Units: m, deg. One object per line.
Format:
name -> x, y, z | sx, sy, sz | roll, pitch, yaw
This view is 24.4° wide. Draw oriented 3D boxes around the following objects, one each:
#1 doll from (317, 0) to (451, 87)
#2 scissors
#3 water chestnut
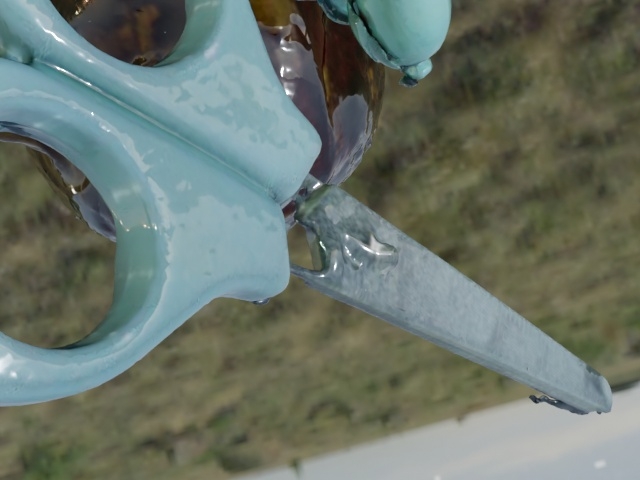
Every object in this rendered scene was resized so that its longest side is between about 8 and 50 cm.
doll -> 0.030, -0.126, 0.507 | 0.158, 0.159, 0.059 | -3, -146, 39
scissors -> -0.001, 0.000, 0.496 | 0.029, 0.191, 0.360 | -11, 151, 40
water chestnut -> -0.128, -0.143, 1.045 | 0.347, 0.335, 0.335 | -17, 176, -39
